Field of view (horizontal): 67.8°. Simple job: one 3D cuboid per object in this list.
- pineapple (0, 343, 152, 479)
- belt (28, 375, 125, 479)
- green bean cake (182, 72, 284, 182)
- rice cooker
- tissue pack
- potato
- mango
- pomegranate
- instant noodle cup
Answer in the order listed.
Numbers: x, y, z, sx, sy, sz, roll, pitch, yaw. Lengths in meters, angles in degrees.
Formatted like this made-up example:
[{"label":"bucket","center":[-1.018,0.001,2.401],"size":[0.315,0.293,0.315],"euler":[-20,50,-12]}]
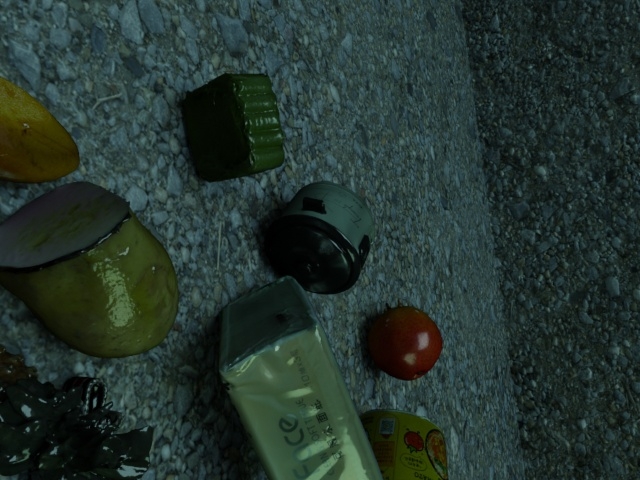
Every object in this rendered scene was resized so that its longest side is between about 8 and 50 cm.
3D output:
[{"label":"pineapple","center":[-0.357,0.221,0.578],"size":[0.141,0.309,0.170],"euler":[-62,164,-55]},{"label":"belt","center":[-0.376,0.383,0.685],"size":[0.126,0.094,0.360],"euler":[19,67,-51]},{"label":"green bean cake","center":[-0.181,-0.227,0.982],"size":[0.113,0.214,0.201],"euler":[-16,96,-47]},{"label":"rice cooker","center":[0.000,0.000,1.150],"size":[0.227,0.241,0.281],"euler":[-60,158,-45]},{"label":"tissue pack","center":[-0.044,0.317,0.950],"size":[0.205,0.332,0.405],"euler":[-24,104,-7]},{"label":"potato","center":[-0.334,0.067,0.745],"size":[0.229,0.229,0.266],"euler":[-59,143,-41]},{"label":"mango","center":[-0.458,-0.156,0.693],"size":[0.217,0.102,0.141],"euler":[28,37,-50]},{"label":"pomegranate","center":[0.249,0.295,1.453],"size":[0.221,0.220,0.257],"euler":[46,23,-38]},{"label":"instant noodle cup","center":[0.194,0.614,1.237],"size":[0.326,0.325,0.254],"euler":[54,36,-31]}]
